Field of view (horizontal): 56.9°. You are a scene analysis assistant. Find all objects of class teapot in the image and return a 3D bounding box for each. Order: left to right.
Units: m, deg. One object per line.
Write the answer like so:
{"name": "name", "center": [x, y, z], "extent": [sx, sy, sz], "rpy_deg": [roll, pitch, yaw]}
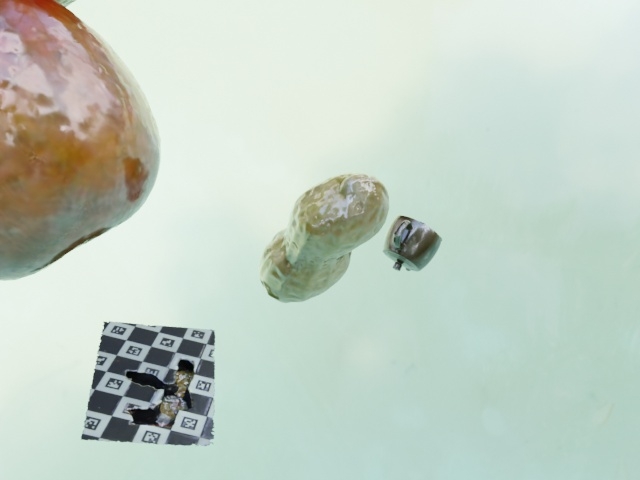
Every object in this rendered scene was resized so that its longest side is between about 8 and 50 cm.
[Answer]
{"name": "teapot", "center": [0.121, 0.009, 0.829], "extent": [0.076, 0.121, 0.068], "rpy_deg": [26, 79, 25]}

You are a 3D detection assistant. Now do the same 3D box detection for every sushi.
{"name": "sushi", "center": [-0.259, 0.232, 0.932], "extent": [0.192, 0.043, 0.279], "rpy_deg": [8, 25, -17]}

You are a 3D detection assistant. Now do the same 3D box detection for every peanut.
{"name": "peanut", "center": [0.002, 0.000, 0.600], "extent": [0.089, 0.193, 0.089], "rpy_deg": [17, 50, -22]}

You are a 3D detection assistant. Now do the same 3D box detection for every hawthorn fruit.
{"name": "hawthorn fruit", "center": [-0.271, -0.095, 0.485], "extent": [0.235, 0.263, 0.231], "rpy_deg": [-42, 13, 11]}

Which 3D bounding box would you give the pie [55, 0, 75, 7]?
{"name": "pie", "center": [-0.323, -0.368, 0.705], "extent": [0.339, 0.077, 0.339], "rpy_deg": [-29, 9, 5]}
